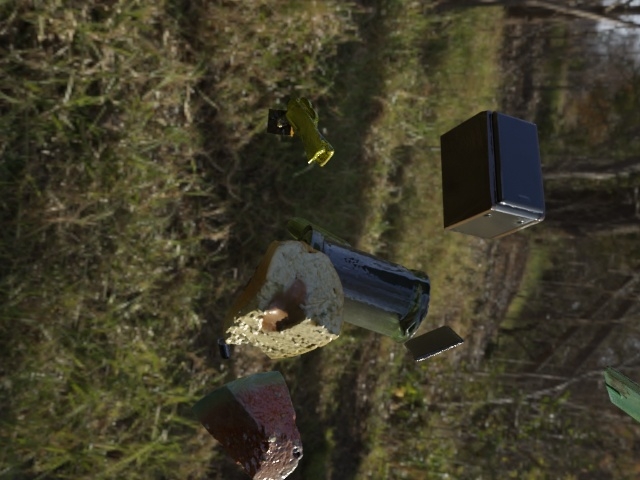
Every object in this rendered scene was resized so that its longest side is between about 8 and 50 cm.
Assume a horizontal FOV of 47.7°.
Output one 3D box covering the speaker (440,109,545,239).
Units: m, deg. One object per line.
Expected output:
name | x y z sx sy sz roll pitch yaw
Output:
speaker | 0.370 -0.141 1.579 0.192 0.153 0.230 -28 -123 58

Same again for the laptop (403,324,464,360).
laptop | 0.281 0.255 1.809 0.180 0.129 0.016 -114 -178 -85

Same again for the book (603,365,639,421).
book | 0.546 0.279 1.274 0.017 0.103 0.135 -44 137 -9

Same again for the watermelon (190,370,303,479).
watermelon | -0.144 0.432 1.645 0.256 0.193 0.140 60 19 14

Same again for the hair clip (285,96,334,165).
hair clip | -0.025 -0.232 1.493 0.046 0.072 0.173 14 38 -45

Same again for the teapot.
teapot | 0.089 0.101 1.711 0.270 0.337 0.200 -99 -148 -67

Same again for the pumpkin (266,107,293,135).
pumpkin | -0.111 -0.337 2.057 0.054 0.083 0.074 -24 121 -65

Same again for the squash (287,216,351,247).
squash | 0.000 0.000 1.920 0.066 0.229 0.066 -28 134 -34

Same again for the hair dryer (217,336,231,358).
hair dryer | -0.203 0.223 1.628 0.083 0.026 0.047 -59 152 -49

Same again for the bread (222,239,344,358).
bread | -0.068 0.112 1.493 0.224 0.184 0.211 -39 -151 46
